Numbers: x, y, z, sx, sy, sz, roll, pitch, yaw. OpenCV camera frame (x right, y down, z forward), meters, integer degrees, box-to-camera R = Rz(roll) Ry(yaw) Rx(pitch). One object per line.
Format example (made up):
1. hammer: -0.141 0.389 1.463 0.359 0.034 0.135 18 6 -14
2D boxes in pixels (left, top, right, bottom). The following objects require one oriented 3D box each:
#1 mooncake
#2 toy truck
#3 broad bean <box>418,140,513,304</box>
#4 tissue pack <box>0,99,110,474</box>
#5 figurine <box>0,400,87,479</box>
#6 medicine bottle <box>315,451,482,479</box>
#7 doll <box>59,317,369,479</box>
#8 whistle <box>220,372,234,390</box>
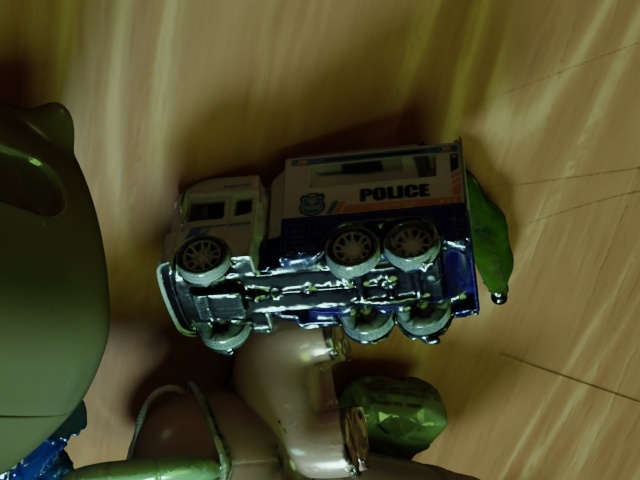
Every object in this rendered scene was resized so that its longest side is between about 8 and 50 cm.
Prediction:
1. mooncake: 0.056 0.195 1.561 0.125 0.073 0.130 9 138 -29
2. toy truck: 0.000 0.000 1.254 0.268 0.155 0.124 -4 140 7
3. broad bean: 0.148 -0.020 1.401 0.060 0.043 0.297 -25 142 13
4. tissue pack: -0.339 0.011 1.006 0.387 0.267 0.277 18 128 -38
5. figurine: -0.309 0.186 1.342 0.164 0.120 0.262 26 140 -26
6. medicine bottle: 0.064 0.293 1.524 0.250 0.133 0.133 16 125 -34
7. doll: -0.095 0.187 1.356 0.268 0.216 0.284 -12 172 8
8. whistle: -0.047 0.106 1.444 0.033 0.033 0.176 15 126 -38
